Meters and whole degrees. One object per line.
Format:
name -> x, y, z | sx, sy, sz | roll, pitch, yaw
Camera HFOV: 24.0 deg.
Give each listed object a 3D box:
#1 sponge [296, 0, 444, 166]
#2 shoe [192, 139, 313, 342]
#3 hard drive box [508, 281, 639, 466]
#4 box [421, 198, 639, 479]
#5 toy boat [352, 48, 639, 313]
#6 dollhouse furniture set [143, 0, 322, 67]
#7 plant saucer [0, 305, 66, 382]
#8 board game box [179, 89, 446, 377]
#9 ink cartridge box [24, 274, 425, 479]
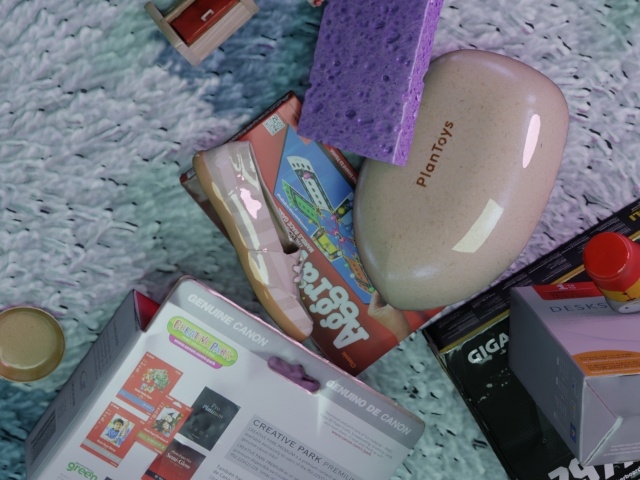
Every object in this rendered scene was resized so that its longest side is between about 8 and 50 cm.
sponge -> 0.051, -0.185, 1.420 | 0.031, 0.117, 0.210 | 2, 104, -54
shoe -> -0.052, 0.002, 1.467 | 0.058, 0.076, 0.219 | -25, 109, 6
hard drive box -> 0.296, 0.117, 1.431 | 0.181, 0.232, 0.089 | -4, 108, -9
box -> 0.308, 0.125, 1.600 | 0.322, 0.079, 0.257 | -30, 113, 1
toy boat -> 0.184, -0.023, 1.438 | 0.267, 0.318, 0.148 | -60, 150, 1
dollhouse furniture set -> -0.083, -0.254, 1.351 | 0.183, 0.129, 0.129 | -41, 139, 5
plant saucer -> -0.299, 0.103, 1.520 | 0.083, 0.015, 0.083 | -3, 109, -9
board game box -> 0.000, 0.000, 1.531 | 0.145, 0.027, 0.281 | -38, 110, 5
ink cartridge box -> -0.096, 0.197, 1.527 | 0.309, 0.130, 0.272 | 34, 99, -19
